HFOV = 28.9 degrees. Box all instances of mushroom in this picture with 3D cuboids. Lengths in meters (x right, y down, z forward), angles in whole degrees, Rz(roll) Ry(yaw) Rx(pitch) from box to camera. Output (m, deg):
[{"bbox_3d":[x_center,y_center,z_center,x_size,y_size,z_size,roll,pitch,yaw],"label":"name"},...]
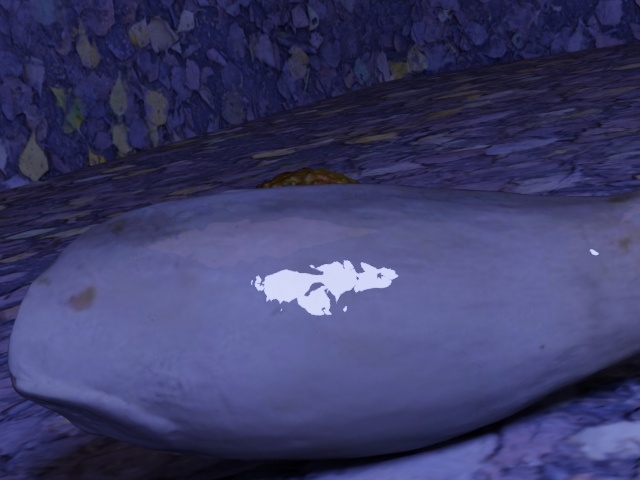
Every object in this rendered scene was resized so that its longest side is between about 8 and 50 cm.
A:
[{"bbox_3d":[0.041,0.029,0.553,0.350,0.128,0.128,-9,10,-1],"label":"mushroom"}]

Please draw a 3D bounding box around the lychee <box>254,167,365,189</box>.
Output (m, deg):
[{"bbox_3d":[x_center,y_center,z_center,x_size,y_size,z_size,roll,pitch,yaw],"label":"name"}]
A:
[{"bbox_3d":[-0.005,0.014,0.748,0.114,0.114,0.146,-9,-9,15],"label":"lychee"}]
